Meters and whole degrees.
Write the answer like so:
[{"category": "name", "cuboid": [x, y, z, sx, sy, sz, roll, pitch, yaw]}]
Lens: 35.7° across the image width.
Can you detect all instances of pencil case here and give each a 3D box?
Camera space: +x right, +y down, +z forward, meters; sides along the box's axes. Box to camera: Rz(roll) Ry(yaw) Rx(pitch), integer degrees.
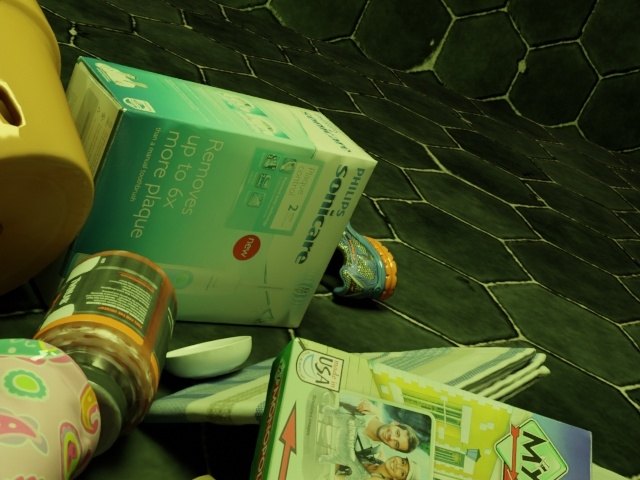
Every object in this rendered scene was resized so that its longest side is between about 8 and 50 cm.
[{"category": "pencil case", "cuboid": [-0.228, 0.153, 0.557, 0.124, 0.124, 0.284, 26, 20, 4]}]

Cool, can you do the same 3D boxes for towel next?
[{"category": "towel", "cuboid": [0.020, 0.125, 0.817, 0.285, 0.034, 0.209, -7, 2, 35]}]

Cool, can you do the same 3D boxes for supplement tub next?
[{"category": "supplement tub", "cuboid": [-0.176, 0.089, 0.791, 0.106, 0.106, 0.198, 21, 20, -9]}]

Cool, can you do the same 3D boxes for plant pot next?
[{"category": "plant pot", "cuboid": [-0.323, -0.075, 0.825, 0.203, 0.291, 0.291, 52, 30, 20]}]

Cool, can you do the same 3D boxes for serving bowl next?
[{"category": "serving bowl", "cuboid": [-0.101, 0.109, 0.900, 0.083, 0.027, 0.083, -11, 0, 0]}]

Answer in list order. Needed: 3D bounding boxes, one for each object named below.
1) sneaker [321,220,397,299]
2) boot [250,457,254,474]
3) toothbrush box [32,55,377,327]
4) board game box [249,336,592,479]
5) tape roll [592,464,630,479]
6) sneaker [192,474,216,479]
[{"category": "sneaker", "cuboid": [0.000, 0.000, 1.249, 0.087, 0.083, 0.221, -8, 34, -42]}, {"category": "boot", "cuboid": [0.039, 0.189, 0.815, 0.204, 0.095, 0.262, 16, 25, -19]}, {"category": "toothbrush box", "cuboid": [-0.124, -0.037, 1.003, 0.296, 0.216, 0.126, 8, 27, -40]}, {"category": "board game box", "cuboid": [0.050, 0.229, 0.553, 0.214, 0.046, 0.317, 19, 55, -13]}, {"category": "tape roll", "cuboid": [0.178, 0.266, 0.674, 0.219, 0.072, 0.219, 14, 51, -18]}, {"category": "sneaker", "cuboid": [-0.100, 0.222, 0.626, 0.086, 0.064, 0.192, 40, 24, 17]}]
